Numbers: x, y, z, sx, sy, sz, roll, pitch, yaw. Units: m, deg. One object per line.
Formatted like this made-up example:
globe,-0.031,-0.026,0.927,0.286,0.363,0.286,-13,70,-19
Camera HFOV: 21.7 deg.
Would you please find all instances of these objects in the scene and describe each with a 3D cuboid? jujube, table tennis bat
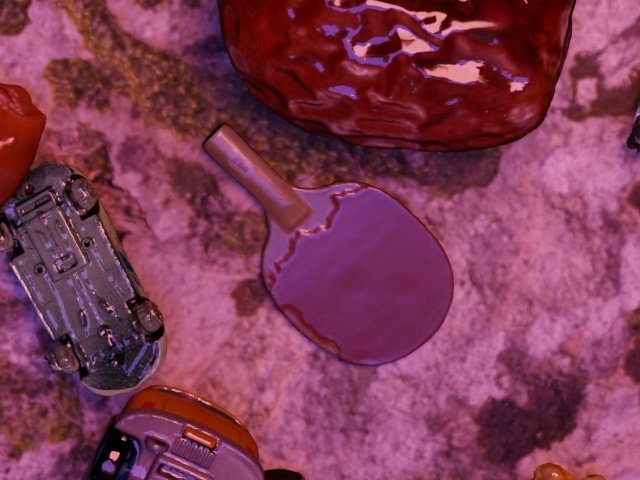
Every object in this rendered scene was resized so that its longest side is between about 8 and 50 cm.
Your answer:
jujube,0.050,-0.154,1.154,0.243,0.183,0.183,16,105,9
table tennis bat,0.000,0.000,1.280,0.234,0.022,0.131,43,102,-11

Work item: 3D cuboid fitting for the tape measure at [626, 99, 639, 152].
tape measure,0.306,-0.112,1.213,0.125,0.081,0.146,15,105,-14

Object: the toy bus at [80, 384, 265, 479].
toy bus,-0.131,0.213,1.277,0.126,0.136,0.209,25,105,-7

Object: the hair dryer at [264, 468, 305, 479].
hair dryer,0.016,0.244,1.337,0.154,0.054,0.106,8,101,-12

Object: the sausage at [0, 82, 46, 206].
sausage,-0.343,0.009,1.243,0.348,0.097,0.094,-44,141,10

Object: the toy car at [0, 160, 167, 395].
toy car,-0.183,0.031,1.271,0.093,0.058,0.186,-28,91,8

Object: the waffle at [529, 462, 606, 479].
waffle,0.123,0.282,1.317,0.253,0.056,0.249,11,108,-12
